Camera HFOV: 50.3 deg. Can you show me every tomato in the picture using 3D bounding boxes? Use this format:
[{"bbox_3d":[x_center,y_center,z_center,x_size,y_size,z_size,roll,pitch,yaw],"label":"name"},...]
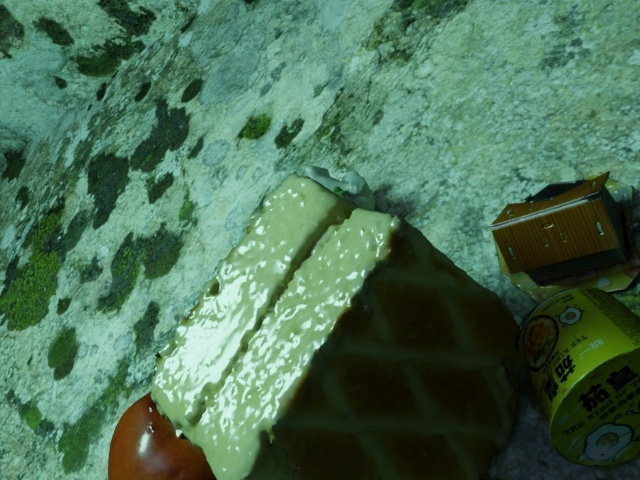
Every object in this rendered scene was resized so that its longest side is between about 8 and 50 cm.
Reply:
[{"bbox_3d":[-0.215,0.356,1.102,0.224,0.256,0.256,-57,37,19],"label":"tomato"}]

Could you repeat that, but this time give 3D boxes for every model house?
[{"bbox_3d":[0.318,-0.026,0.964,0.219,0.136,0.207,-17,52,35],"label":"model house"}]

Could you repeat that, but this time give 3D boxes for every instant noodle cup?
[{"bbox_3d":[0.325,0.150,0.804,0.182,0.182,0.144,-40,30,13],"label":"instant noodle cup"}]

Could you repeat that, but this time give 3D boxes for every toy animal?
[{"bbox_3d":[-0.006,-0.002,1.185,0.209,0.154,0.325,-8,42,10],"label":"toy animal"}]

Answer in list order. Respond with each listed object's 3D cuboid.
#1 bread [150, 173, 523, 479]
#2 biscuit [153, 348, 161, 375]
[{"bbox_3d":[0.037,0.172,0.895,0.371,0.390,0.279,-56,35,-8],"label":"bread"},{"bbox_3d":[-0.234,0.260,1.354,0.274,0.036,0.187,-21,48,31],"label":"biscuit"}]
